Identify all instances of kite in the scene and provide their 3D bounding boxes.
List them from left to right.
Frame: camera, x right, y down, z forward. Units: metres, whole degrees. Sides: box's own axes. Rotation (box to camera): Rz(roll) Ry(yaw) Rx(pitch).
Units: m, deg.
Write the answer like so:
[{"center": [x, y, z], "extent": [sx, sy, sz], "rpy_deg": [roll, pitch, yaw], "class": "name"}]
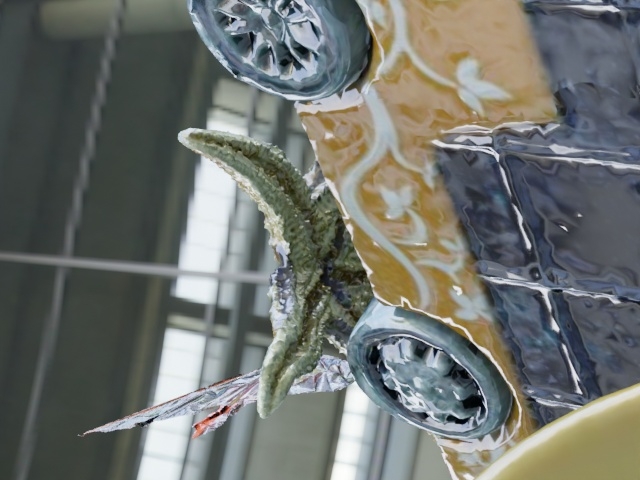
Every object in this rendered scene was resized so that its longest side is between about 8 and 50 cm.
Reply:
[{"center": [-0.054, 0.110, 1.391], "extent": [0.189, 0.232, 0.009], "rpy_deg": [-34, -70, -66], "class": "kite"}]

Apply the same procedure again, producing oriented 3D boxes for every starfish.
[{"center": [0.000, 0.000, 0.871], "extent": [0.176, 0.053, 0.208], "rpy_deg": [47, -148, -33], "class": "starfish"}]

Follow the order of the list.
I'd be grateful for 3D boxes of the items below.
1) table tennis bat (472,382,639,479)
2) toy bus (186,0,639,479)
[{"center": [0.102, 0.067, 0.376], "extent": [0.050, 0.198, 0.321], "rpy_deg": [18, -105, -78], "class": "table tennis bat"}, {"center": [0.104, -0.035, 0.627], "extent": [0.162, 0.194, 0.323], "rpy_deg": [-52, -46, -34], "class": "toy bus"}]
